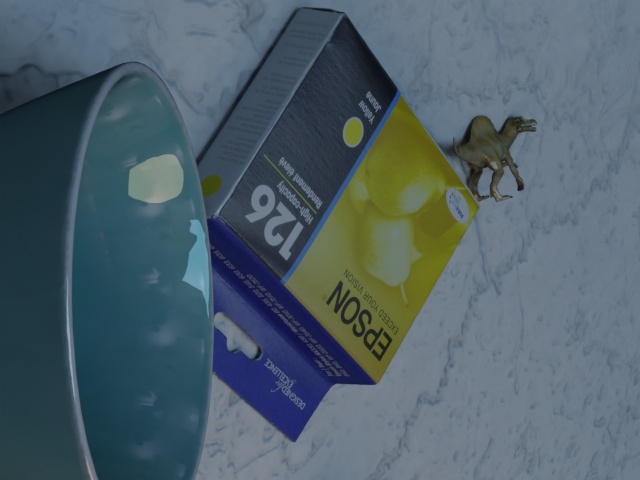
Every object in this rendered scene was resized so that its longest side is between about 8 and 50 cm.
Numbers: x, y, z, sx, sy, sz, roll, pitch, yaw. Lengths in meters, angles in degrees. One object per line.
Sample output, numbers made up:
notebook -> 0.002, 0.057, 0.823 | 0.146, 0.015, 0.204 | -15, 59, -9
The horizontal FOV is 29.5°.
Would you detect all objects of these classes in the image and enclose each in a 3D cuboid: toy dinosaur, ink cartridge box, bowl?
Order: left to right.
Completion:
bowl -> -0.185, 0.043, 0.805 | 0.311, 0.163, 0.312 | -2, 90, -82
ink cartridge box -> 0.000, 0.000, 1.126 | 0.303, 0.072, 0.307 | 49, 63, -44
toy dinosaur -> 0.178, -0.089, 1.322 | 0.183, 0.053, 0.093 | -22, 102, -51
